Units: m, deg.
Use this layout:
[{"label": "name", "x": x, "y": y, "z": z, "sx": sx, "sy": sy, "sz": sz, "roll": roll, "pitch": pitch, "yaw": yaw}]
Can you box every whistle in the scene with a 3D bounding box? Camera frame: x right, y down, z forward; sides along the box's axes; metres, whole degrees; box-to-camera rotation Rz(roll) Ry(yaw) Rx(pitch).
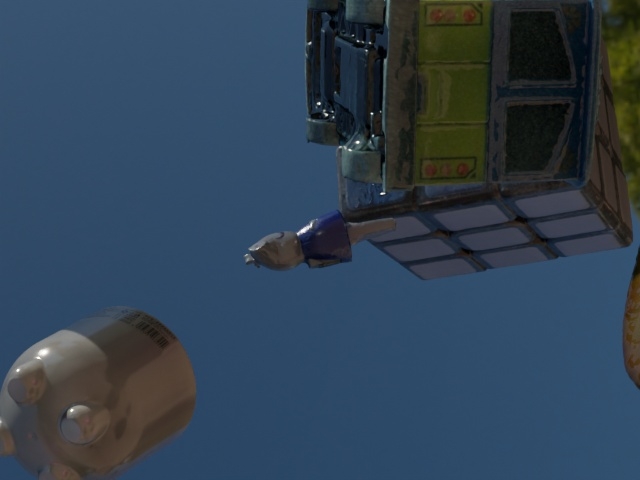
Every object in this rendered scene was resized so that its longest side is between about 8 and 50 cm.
[{"label": "whistle", "x": 0.000, "y": 0.000, "z": 0.694, "sx": 0.083, "sy": 0.033, "sz": 0.029, "roll": -14, "pitch": -99, "yaw": -7}]

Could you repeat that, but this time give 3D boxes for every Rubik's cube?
[{"label": "Rubik's cube", "x": 0.206, "y": -0.141, "z": 1.626, "sx": 0.304, "sy": 0.301, "sz": 0.305, "roll": 32, "pitch": -127, "yaw": -64}]

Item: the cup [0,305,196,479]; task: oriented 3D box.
[{"label": "cup", "x": -0.214, "y": 0.132, "z": 1.086, "sx": 0.142, "sy": 0.173, "sz": 0.134, "roll": -29, "pitch": -46, "yaw": -61}]

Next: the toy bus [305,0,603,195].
[{"label": "toy bus", "x": 0.092, "y": -0.141, "z": 1.069, "sx": 0.190, "sy": 0.312, "sz": 0.152, "roll": -3, "pitch": -75, "yaw": -11}]

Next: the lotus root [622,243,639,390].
[{"label": "lotus root", "x": 0.311, "y": -0.046, "z": 0.713, "sx": 0.111, "sy": 0.375, "sz": 0.390, "roll": 27, "pitch": -158, "yaw": -17}]
